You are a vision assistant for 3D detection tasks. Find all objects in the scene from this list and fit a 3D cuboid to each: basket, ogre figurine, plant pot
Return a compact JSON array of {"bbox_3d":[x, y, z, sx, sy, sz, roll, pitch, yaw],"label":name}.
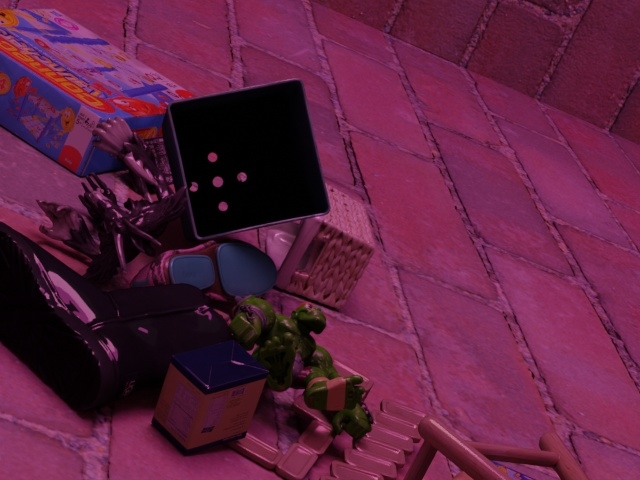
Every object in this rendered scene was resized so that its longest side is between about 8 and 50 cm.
[{"bbox_3d":[0.000,0.000,2.166,0.103,0.113,0.167,24,19,-15],"label":"basket"},{"bbox_3d":[-0.030,0.119,1.736,0.197,0.097,0.118,20,18,-25],"label":"ogre figurine"},{"bbox_3d":[-0.109,-0.087,2.063,0.165,0.166,0.234,-12,-1,-14],"label":"plant pot"}]

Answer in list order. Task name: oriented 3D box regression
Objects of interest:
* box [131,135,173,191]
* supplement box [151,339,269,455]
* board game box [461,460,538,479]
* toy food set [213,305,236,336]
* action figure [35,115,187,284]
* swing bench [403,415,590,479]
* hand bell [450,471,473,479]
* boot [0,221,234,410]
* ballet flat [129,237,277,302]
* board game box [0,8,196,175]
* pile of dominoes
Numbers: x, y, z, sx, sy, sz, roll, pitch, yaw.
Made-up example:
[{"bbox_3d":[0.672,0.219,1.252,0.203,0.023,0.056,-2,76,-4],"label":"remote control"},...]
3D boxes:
[{"bbox_3d":[-0.226,-0.102,2.221,0.083,0.018,0.067,-19,92,-65],"label":"box"},{"bbox_3d":[-0.107,0.152,1.626,0.083,0.083,0.056,-11,41,-45],"label":"supplement box"},{"bbox_3d":[0.217,0.304,1.748,0.136,0.035,0.201,24,18,-7],"label":"board game box"},{"bbox_3d":[-0.092,0.095,1.926,0.122,0.019,0.078,8,26,-45],"label":"toy food set"},{"bbox_3d":[-0.239,-0.044,1.903,0.141,0.164,0.276,42,5,-14],"label":"action figure"},{"bbox_3d":[0.146,0.313,1.281,0.165,0.253,0.255,11,23,-39],"label":"swing bench"},{"bbox_3d":[0.024,0.263,1.539,0.242,0.126,0.126,7,23,-16],"label":"hand bell"},{"bbox_3d":[-0.219,0.070,1.696,0.246,0.094,0.207,44,28,27],"label":"boot"},{"bbox_3d":[-0.141,0.040,1.937,0.079,0.077,0.221,-9,-2,32],"label":"ballet flat"},{"bbox_3d":[-0.351,-0.212,2.310,0.308,0.086,0.302,32,18,17],"label":"board game box"},{"bbox_3d":[-0.004,0.202,1.765,0.196,0.040,0.251,30,26,8],"label":"pile of dominoes"}]
